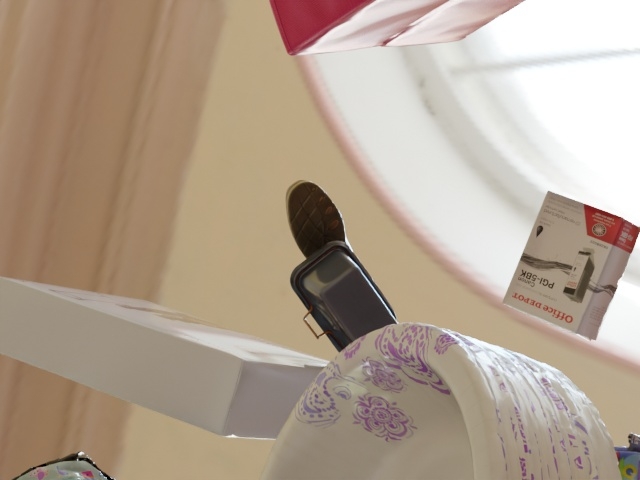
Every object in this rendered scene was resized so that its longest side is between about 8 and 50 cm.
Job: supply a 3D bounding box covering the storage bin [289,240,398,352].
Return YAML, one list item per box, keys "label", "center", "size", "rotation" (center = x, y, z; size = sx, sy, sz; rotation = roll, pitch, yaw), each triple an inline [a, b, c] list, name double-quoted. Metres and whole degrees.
- label: "storage bin"
  center: [0.032, 0.080, 1.923]
  size: [0.098, 0.091, 0.135]
  rotation: [-37, -75, -6]

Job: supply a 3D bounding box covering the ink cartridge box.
- label: "ink cartridge box"
  center: [0.269, 0.028, 1.771]
  size: [0.056, 0.099, 0.135]
  rotation: [20, -88, -58]

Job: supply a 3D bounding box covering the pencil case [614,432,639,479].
- label: "pencil case"
  center: [0.301, 0.354, 1.634]
  size: [0.119, 0.133, 0.306]
  rotation: [87, -178, -64]

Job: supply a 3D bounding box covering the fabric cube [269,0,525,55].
- label: "fabric cube"
  center: [0.099, -0.351, 1.608]
  size: [0.259, 0.258, 0.254]
  rotation: [-11, -101, -39]

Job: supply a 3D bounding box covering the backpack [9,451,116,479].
- label: "backpack"
  center: [-0.252, 0.299, 1.681]
  size: [0.152, 0.115, 0.182]
  rotation: [-28, -35, -12]

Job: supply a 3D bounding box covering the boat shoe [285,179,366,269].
- label: "boat shoe"
  center: [0.000, 0.000, 2.003]
  size: [0.064, 0.060, 0.178]
  rotation: [-33, -62, -8]

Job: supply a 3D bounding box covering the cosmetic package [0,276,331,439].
- label: "cosmetic package"
  center: [-0.168, 0.142, 1.949]
  size: [0.284, 0.377, 0.097]
  rotation: [10, -86, -58]

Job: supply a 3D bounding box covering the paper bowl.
- label: "paper bowl"
  center: [0.073, 0.200, 0.966]
  size: [0.148, 0.284, 0.284]
  rotation: [18, -84, -26]
